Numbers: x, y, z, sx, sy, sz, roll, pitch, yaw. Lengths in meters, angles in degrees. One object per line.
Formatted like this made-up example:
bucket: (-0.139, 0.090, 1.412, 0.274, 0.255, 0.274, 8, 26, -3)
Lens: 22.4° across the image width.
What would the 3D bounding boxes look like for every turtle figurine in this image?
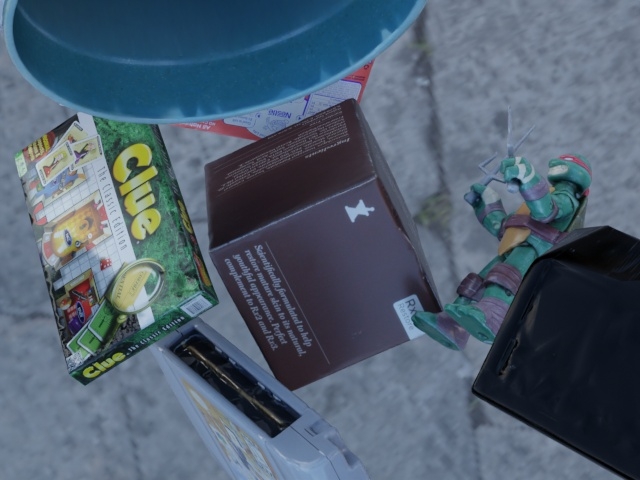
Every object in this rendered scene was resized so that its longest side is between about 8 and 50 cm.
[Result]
turtle figurine: (0.174, -0.015, 1.423, 0.118, 0.234, 0.175, 30, 161, 4)

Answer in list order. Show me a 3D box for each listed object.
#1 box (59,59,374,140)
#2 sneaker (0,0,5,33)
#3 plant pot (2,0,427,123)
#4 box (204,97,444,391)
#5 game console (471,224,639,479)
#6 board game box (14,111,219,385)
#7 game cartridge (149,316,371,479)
box: (-0.107, -0.203, 1.631, 0.300, 0.142, 0.154, 9, 119, -18)
sneaker: (-0.392, -0.271, 1.744, 0.137, 0.366, 0.210, 65, 170, -18)
plant pot: (-0.085, -0.253, 1.050, 0.271, 0.271, 0.255, -32, 59, 35)
box: (0.000, 0.000, 1.516, 0.167, 0.203, 0.168, -23, 115, 6)
game console: (0.161, 0.183, 0.992, 0.213, 0.044, 0.361, 29, 96, 30)
board game box: (-0.178, -0.014, 1.371, 0.136, 0.030, 0.260, -31, 50, 10)
game cartridge: (-0.039, 0.184, 1.395, 0.297, 0.062, 0.198, 33, 151, 51)
